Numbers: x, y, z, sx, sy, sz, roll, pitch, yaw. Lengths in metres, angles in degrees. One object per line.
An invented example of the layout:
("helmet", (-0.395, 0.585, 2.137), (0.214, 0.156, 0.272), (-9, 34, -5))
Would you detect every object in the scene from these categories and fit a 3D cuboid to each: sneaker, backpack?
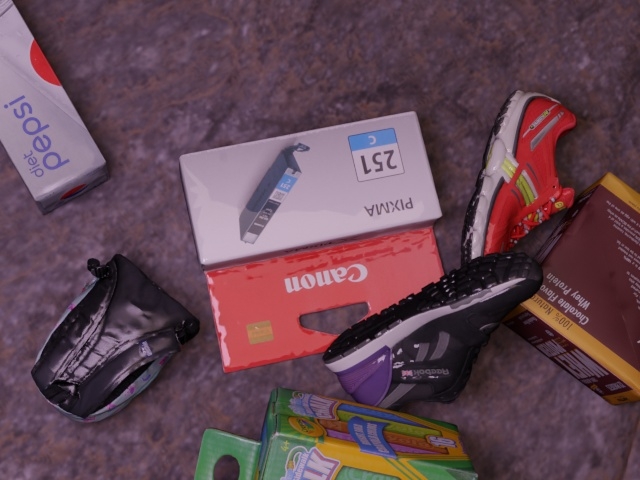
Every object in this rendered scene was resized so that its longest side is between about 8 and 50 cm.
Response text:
("sneaker", (0.244, -0.048, 1.578), (0.118, 0.107, 0.279), (17, 79, 2))
("backpack", (-0.241, 0.126, 1.503), (0.152, 0.115, 0.182), (38, 79, 14))
("sneaker", (0.150, 0.115, 1.507), (0.283, 0.107, 0.124), (-29, 103, 28))

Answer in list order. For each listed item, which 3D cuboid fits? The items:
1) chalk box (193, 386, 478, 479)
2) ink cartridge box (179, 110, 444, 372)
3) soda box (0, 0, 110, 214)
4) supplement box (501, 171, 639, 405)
("chalk box", (0.004, 0.281, 1.442), (0.288, 0.179, 0.180), (11, 99, -4))
("ink cartridge box", (0.000, 0.000, 1.573), (0.296, 0.066, 0.261), (-12, 80, -7))
("soda box", (-0.362, -0.180, 1.559), (0.098, 0.091, 0.286), (-29, 84, -10))
("supplement box", (0.346, 0.062, 1.560), (0.191, 0.129, 0.194), (37, 78, 2))
